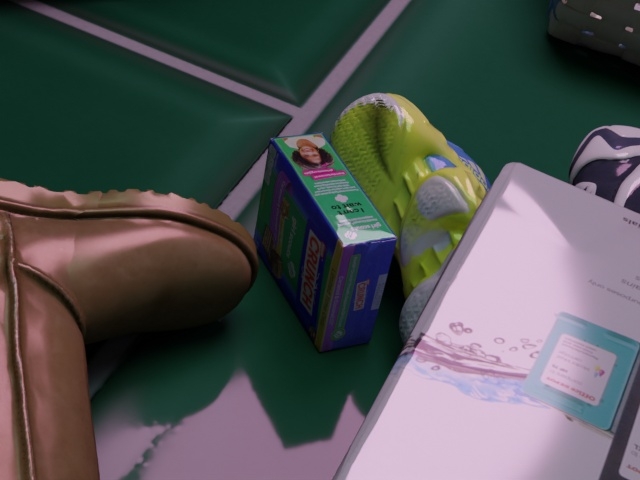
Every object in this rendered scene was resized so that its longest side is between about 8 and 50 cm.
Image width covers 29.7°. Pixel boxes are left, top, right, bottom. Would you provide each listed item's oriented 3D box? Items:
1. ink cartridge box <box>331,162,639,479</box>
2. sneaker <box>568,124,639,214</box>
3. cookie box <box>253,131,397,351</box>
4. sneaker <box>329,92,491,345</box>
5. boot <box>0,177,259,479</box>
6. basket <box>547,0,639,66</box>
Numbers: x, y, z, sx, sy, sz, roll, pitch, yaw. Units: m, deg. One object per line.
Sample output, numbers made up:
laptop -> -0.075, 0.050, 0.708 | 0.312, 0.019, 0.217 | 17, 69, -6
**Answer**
ink cartridge box -> 0.106, 0.141, 0.540 | 0.197, 0.198, 0.270 | 24, 40, 10
sneaker -> 0.292, 0.000, 0.855 | 0.234, 0.094, 0.153 | 16, 40, 1
cookie box -> 0.000, 0.000, 0.758 | 0.040, 0.092, 0.107 | -11, 45, -25
sneaker -> 0.098, 0.012, 0.778 | 0.126, 0.091, 0.240 | 8, 54, -57
boot -> -0.126, 0.094, 0.616 | 0.236, 0.089, 0.270 | 7, 45, -23
basket -> 0.337, -0.297, 1.116 | 0.254, 0.201, 0.289 | 24, 71, 9
